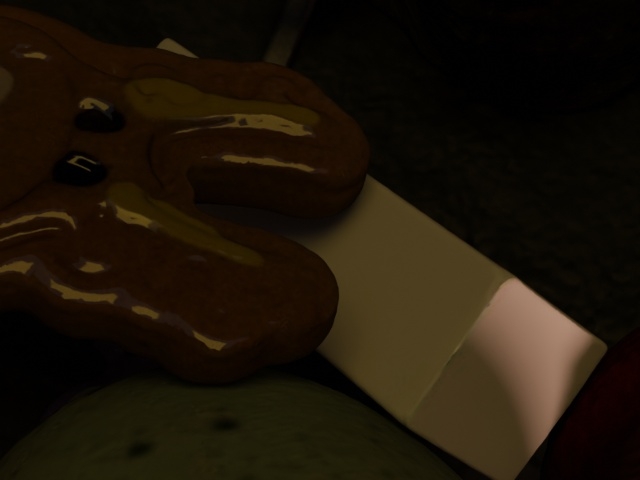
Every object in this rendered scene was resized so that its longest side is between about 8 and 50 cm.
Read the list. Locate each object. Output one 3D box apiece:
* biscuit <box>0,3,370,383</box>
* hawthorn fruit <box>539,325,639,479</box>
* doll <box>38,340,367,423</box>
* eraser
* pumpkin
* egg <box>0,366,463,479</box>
[{"bbox_3d":[-0.129,-0.034,0.814,0.295,0.044,0.186,10,41,2],"label":"biscuit"},{"bbox_3d":[0.203,0.125,0.870,0.210,0.230,0.266,-6,16,23],"label":"hawthorn fruit"},{"bbox_3d":[-0.054,0.088,0.959,0.206,0.067,0.110,-14,71,-21],"label":"doll"},{"bbox_3d":[0.000,0.000,0.912,0.076,0.078,0.298,-54,41,1],"label":"eraser"},{"bbox_3d":[0.058,-0.203,1.085,0.317,0.139,0.222,42,65,17],"label":"pumpkin"},{"bbox_3d":[-0.029,0.218,0.759,0.288,0.287,0.379,-20,50,-12],"label":"egg"}]
